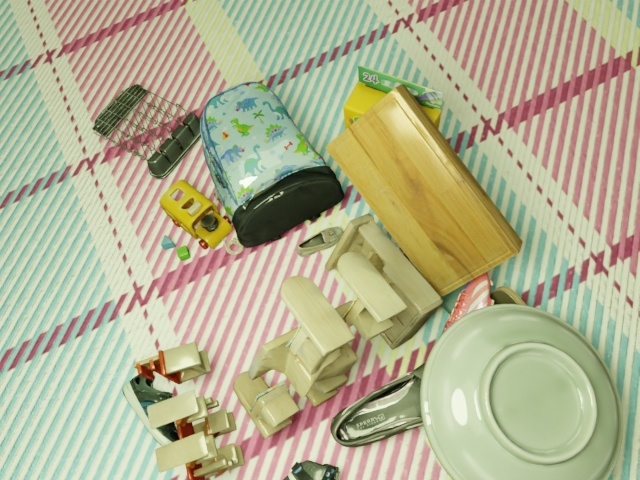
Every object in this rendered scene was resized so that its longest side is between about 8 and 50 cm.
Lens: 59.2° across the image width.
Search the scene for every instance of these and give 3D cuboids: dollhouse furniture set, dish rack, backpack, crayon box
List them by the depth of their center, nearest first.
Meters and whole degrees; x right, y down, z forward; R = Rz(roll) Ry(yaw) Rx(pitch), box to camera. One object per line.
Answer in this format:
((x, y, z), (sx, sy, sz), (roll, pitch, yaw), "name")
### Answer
((-0.270, 0.348, 1.113), (0.135, 0.262, 0.259), (-20, 64, -2), "dollhouse furniture set")
((0.012, 0.139, 1.145), (0.394, 0.362, 0.256), (-22, 63, -36), "dollhouse furniture set")
((0.163, -0.242, 1.314), (0.203, 0.323, 0.083), (24, 69, 16), "crayon box")
((-0.152, -0.211, 1.389), (0.290, 0.273, 0.355), (-26, 54, -5), "backpack")
((-0.479, -0.311, 1.548), (0.271, 0.074, 0.208), (29, 69, 19), "dish rack")

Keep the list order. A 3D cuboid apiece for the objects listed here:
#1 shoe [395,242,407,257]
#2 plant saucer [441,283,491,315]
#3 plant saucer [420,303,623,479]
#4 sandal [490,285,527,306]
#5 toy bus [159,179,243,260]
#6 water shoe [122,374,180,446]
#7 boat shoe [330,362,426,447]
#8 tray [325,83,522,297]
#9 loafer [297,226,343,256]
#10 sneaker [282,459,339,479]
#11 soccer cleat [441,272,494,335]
((0.248, 0.003, 1.334), (0.081, 0.063, 0.178), (38, 69, 25), "shoe")
((0.330, 0.130, 1.291), (0.119, 0.021, 0.119), (-2, 65, 5), "plant saucer")
((0.394, 0.305, 1.058), (0.400, 0.100, 0.400), (2, 69, -5), "plant saucer")
((0.467, 0.194, 1.215), (0.079, 0.088, 0.240), (-25, 78, -39), "sandal")
((-0.302, -0.061, 1.393), (0.202, 0.104, 0.191), (-7, 65, 3), "toy bus")
((-0.346, 0.366, 1.214), (0.080, 0.073, 0.203), (-41, 68, -16), "water shoe")
((0.175, 0.331, 1.137), (0.335, 0.095, 0.112), (-27, 78, 5), "boat shoe")
((0.213, -0.097, 1.187), (0.203, 0.076, 0.411), (-36, 93, 32), "tray")
((0.000, 0.000, 1.372), (0.125, 0.039, 0.045), (-28, 65, -8), "loafer")
((0.024, 0.515, 1.105), (0.217, 0.079, 0.121), (30, 72, 19), "sneaker")
((0.309, 0.176, 1.216), (0.095, 0.083, 0.248), (11, 84, 2), "soccer cleat")
